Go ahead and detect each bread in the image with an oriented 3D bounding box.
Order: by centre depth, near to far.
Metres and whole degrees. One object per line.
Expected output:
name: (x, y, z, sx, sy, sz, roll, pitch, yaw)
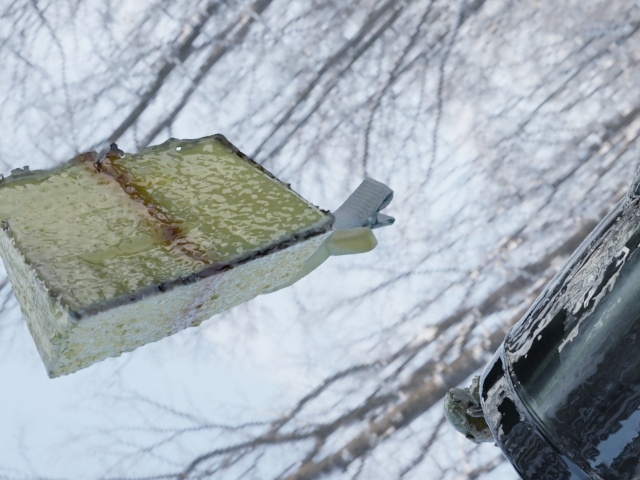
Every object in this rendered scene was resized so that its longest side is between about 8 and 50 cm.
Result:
bread: (-0.135, -0.023, 0.898, 0.240, 0.135, 0.178, -20, -107, -31)

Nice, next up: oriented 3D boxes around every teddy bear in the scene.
teddy bear: (0.297, 0.218, 1.399, 0.267, 0.156, 0.256, 29, 176, 3)

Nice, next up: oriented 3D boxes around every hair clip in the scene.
hair clip: (0.001, -0.001, 1.357, 0.159, 0.218, 0.071, 22, 136, 50)

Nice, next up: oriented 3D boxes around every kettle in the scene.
kettle: (0.323, 0.064, 0.793, 0.321, 0.324, 0.228, 33, -154, 2)
